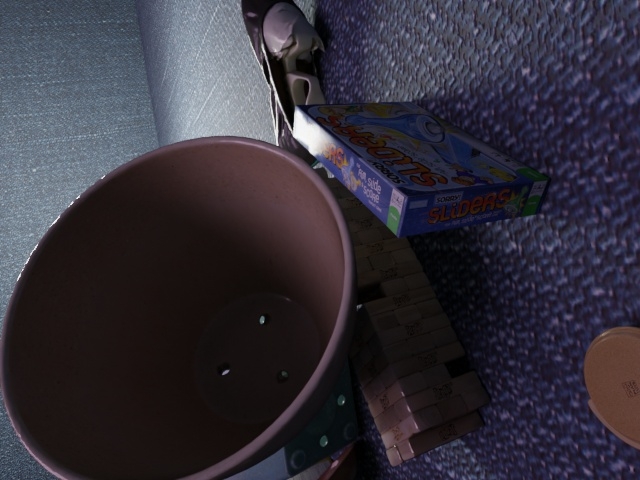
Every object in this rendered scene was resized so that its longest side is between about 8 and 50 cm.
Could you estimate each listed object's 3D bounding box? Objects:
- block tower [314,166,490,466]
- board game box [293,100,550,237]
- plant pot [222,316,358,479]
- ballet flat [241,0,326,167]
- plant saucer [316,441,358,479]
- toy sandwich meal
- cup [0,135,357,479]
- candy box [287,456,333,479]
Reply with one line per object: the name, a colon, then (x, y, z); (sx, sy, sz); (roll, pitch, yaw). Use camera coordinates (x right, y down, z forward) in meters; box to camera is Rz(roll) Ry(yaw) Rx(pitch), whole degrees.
block tower: (0.067, 0.066, 0.562); (0.335, 0.097, 0.091); (66, 153, 26)
board game box: (0.075, -0.076, 0.431); (0.201, 0.136, 0.035); (-129, 37, -48)
plant pot: (-0.081, 0.257, 0.802); (0.252, 0.247, 0.248); (-6, 93, 50)
ballet flat: (-0.033, -0.243, 0.691); (0.096, 0.095, 0.281); (5, 114, 56)
plant saucer: (-0.002, 0.404, 0.756); (0.036, 0.198, 0.199); (43, 144, 15)
toy sandwich meal: (0.213, 0.097, 0.319); (0.085, 0.029, 0.086); (176, 90, -66)
cup: (-0.106, 0.092, 0.519); (0.237, 0.331, 0.331); (64, -179, -58)
candy box: (-0.043, 0.413, 0.930); (0.206, 0.105, 0.027); (-131, 34, -52)
